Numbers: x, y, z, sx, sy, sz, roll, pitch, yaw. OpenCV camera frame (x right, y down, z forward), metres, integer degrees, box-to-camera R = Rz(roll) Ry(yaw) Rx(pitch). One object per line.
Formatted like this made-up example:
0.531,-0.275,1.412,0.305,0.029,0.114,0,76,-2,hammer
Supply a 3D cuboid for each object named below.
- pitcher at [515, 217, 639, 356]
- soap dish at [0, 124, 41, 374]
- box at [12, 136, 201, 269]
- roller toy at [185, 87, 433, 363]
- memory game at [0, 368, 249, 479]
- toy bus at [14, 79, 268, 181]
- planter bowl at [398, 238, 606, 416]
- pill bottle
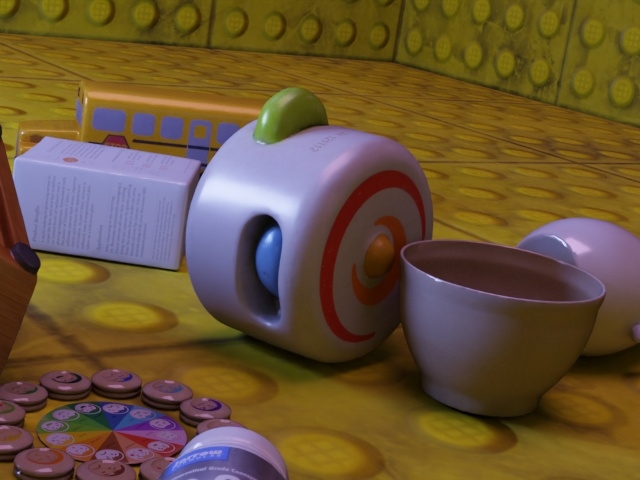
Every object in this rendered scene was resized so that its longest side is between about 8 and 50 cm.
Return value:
0.281,0.062,1.091,0.207,0.125,0.178,11,25,-41,pitcher
-0.327,-0.052,0.798,0.291,0.118,0.229,38,16,-42,soap dish
-0.216,-0.040,1.212,0.170,0.091,0.130,9,15,-2,box
0.000,0.000,0.988,0.146,0.191,0.209,17,-20,35,roller toy
-0.138,0.122,0.786,0.186,0.012,0.186,8,14,-2,memory game
-0.196,-0.115,1.440,0.332,0.130,0.108,5,15,-16,toy bus
0.135,0.073,0.943,0.162,0.109,0.162,7,14,-2,planter bowl
-0.052,0.149,0.596,0.078,0.078,0.137,9,14,0,pill bottle
